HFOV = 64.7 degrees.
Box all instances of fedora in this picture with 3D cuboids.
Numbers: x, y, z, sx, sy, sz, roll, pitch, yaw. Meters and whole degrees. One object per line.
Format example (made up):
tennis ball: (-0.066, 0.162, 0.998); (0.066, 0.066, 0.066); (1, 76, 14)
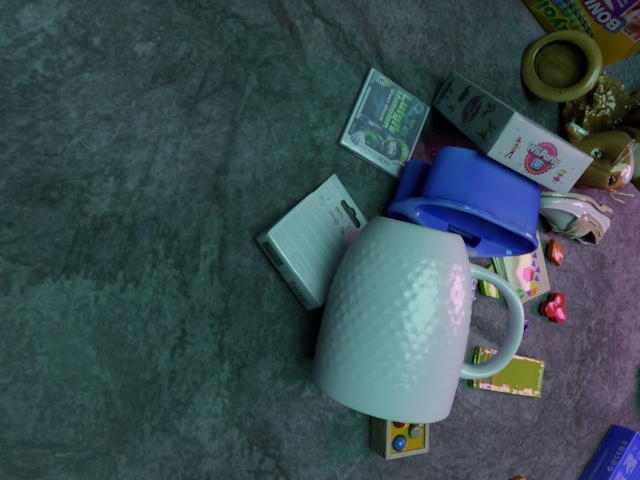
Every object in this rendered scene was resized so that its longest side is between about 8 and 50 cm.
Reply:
fedora: (0.616, -0.438, 1.296); (0.079, 0.194, 0.195); (12, 83, -63)

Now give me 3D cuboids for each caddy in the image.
caddy: (0.311, -0.056, 1.089); (0.341, 0.241, 0.179); (20, 77, -22)

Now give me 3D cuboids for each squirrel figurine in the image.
squirrel figurine: (0.762, -0.247, 1.279); (0.369, 0.397, 0.281); (-14, 132, 0)

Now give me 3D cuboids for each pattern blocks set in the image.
pattern blocks set: (0.517, 0.075, 1.296); (0.285, 0.026, 0.325); (-9, 93, -25)

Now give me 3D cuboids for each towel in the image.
towel: (0.478, 0.338, 1.280); (0.237, 0.021, 0.102); (16, 84, -24)

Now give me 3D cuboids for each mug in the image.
mug: (0.195, 0.141, 0.962); (0.373, 0.276, 0.329); (12, 95, 4)

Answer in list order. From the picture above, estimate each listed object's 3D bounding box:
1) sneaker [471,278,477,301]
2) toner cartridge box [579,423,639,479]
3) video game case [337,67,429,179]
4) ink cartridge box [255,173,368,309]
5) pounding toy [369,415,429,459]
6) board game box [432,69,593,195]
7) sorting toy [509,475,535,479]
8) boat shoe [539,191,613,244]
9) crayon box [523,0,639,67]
sneaker: (0.365, 0.119, 1.223); (0.098, 0.038, 0.069); (-44, 108, -8)
toner cartridge box: (0.794, 0.703, 1.392); (0.348, 0.075, 0.165); (-45, 108, -18)
video game case: (0.146, -0.259, 1.132); (0.173, 0.022, 0.191); (27, 79, -22)
ink cartridge box: (0.000, 0.000, 1.061); (0.189, 0.066, 0.232); (55, 49, -14)
pounding toy: (0.194, 0.398, 1.106); (0.141, 0.100, 0.130); (1, 90, -24)
board game box: (0.400, -0.241, 1.096); (0.223, 0.303, 0.098); (21, 115, -22)
sorting toy: (0.461, 0.739, 1.258); (0.229, 0.041, 0.308); (31, 78, -21)
boat shoe: (0.652, -0.057, 1.303); (0.302, 0.113, 0.104); (11, 89, -30)
crayon box: (0.687, -0.608, 1.219); (0.363, 0.313, 0.106); (40, 71, -18)
